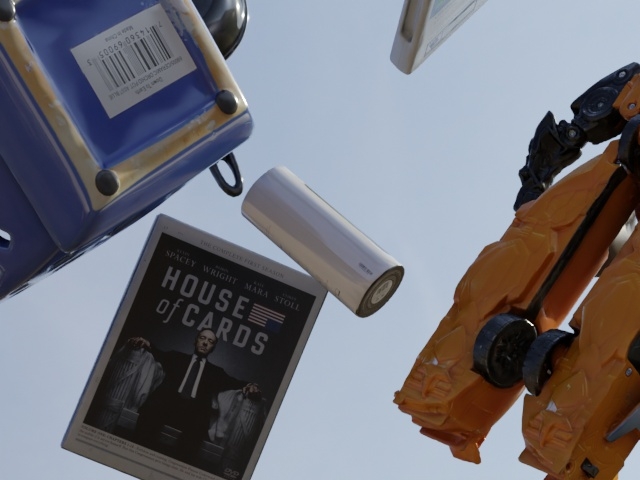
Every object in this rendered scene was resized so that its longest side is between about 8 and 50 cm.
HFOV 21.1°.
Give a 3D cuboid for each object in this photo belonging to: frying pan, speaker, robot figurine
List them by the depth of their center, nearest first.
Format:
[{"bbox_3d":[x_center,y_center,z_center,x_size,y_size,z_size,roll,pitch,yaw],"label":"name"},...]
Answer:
[{"bbox_3d":[0.180,0.014,1.033,0.291,0.211,0.085,-53,-50,-15],"label":"robot figurine"},{"bbox_3d":[0.000,0.000,1.373,0.055,0.136,0.055,-40,-24,-22],"label":"speaker"},{"bbox_3d":[-0.173,-0.189,1.742,0.197,0.326,0.053,1,-35,-2],"label":"frying pan"}]

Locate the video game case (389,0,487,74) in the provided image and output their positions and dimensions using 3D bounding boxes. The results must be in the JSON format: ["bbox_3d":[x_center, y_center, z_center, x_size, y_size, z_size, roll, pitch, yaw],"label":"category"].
[{"bbox_3d":[0.206,-0.348,1.821,0.329,0.036,0.300,-44,-10,-16],"label":"video game case"}]

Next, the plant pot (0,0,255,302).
[{"bbox_3d":[-0.200,-0.104,1.268,0.236,0.236,0.212,-36,10,-40],"label":"plant pot"}]

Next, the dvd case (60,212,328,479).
[{"bbox_3d":[-0.117,0.117,1.626,0.179,0.238,0.029,23,-5,-9],"label":"dvd case"}]

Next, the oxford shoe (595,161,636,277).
[{"bbox_3d":[0.366,-0.030,2.188,0.083,0.096,0.227,-5,30,33],"label":"oxford shoe"}]
